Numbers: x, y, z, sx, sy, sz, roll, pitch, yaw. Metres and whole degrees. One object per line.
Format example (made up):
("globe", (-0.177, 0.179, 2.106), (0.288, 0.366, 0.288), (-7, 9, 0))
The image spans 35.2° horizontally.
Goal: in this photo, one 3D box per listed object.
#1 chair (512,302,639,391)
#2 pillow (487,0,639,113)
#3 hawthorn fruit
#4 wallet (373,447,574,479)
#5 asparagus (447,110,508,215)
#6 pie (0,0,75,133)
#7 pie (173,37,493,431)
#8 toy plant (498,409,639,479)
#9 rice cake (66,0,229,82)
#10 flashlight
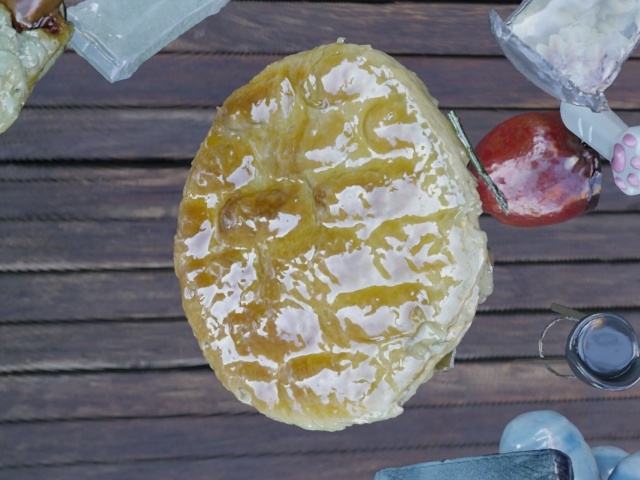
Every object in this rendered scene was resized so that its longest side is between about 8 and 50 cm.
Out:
("chair", (0.325, 0.130, 1.263), (0.104, 0.221, 0.095), (4, 89, -7))
("pillow", (0.312, -0.271, 1.105), (0.169, 0.059, 0.255), (39, 92, 7))
("hawthorn fruit", (0.324, -0.105, 1.607), (0.251, 0.189, 0.189), (-16, 113, 25))
("wallet", (0.108, 0.331, 0.790), (0.191, 0.379, 0.046), (-10, 130, 22))
("asparagus", (0.214, -0.105, 1.359), (0.016, 0.016, 0.162), (-38, 74, 35))
("pie", (-0.324, -0.142, 0.847), (0.257, 0.274, 0.105), (-9, 145, 29))
("pie", (0.000, 0.000, 0.885), (0.083, 0.339, 0.339), (2, 115, -55))
("toy plant", (0.267, 0.318, 0.961), (0.247, 0.247, 0.332), (-28, 84, 0))
("rice cake", (-0.168, -0.241, 1.030), (0.085, 0.226, 0.040), (45, 141, 0))
("flashlight", (0.372, -0.136, 1.310), (0.048, 0.200, 0.093), (-12, 129, -16))
